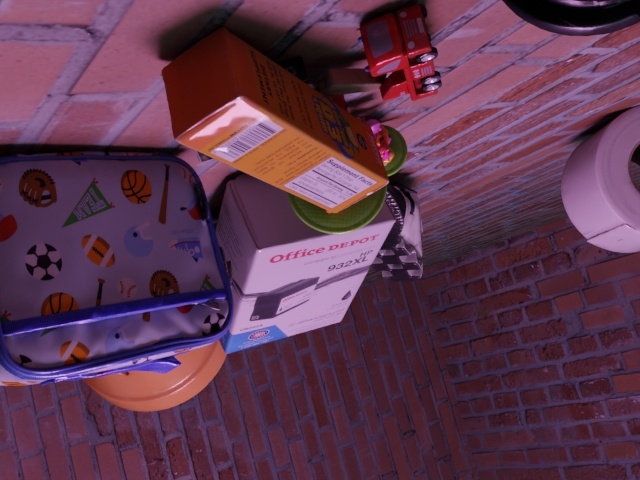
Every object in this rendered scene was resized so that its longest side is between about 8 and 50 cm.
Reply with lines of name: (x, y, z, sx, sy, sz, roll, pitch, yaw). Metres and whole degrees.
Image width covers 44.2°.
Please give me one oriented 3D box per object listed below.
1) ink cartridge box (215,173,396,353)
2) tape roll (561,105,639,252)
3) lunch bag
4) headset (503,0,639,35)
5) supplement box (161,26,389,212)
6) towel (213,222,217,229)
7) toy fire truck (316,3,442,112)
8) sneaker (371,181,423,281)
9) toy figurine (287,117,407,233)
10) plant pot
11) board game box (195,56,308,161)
ink cartridge box: (-0.045, 0.028, 1.221, 0.223, 0.129, 0.307, -12, 150, -24)
tape roll: (0.586, -0.108, 1.436, 0.246, 0.246, 0.169, -14, 172, -7)
lunch bag: (-0.231, 0.031, 0.842, 0.303, 0.243, 0.115, -6, 168, -46)
headset: (0.173, -0.176, 0.394, 0.394, 0.185, 0.243, -3, 171, -8)
supplement box: (-0.032, -0.099, 0.715, 0.080, 0.078, 0.233, -28, 153, 24)
towel: (-0.108, -0.017, 1.349, 0.237, 0.021, 0.102, 0, 180, -36)
toy fire truck: (0.047, -0.159, 0.769, 0.135, 0.047, 0.192, -15, 171, 9)
sneaker: (0.115, -0.057, 1.427, 0.122, 0.146, 0.330, 2, 154, 19)
toy figurine: (0.037, -0.099, 0.946, 0.173, 0.130, 0.159, -37, 171, -6)
plant pot: (-0.316, 0.130, 1.351, 0.291, 0.291, 0.203, -16, 156, 1)
board game box: (-0.077, -0.129, 0.812, 0.126, 0.026, 0.186, -15, 172, -4)
